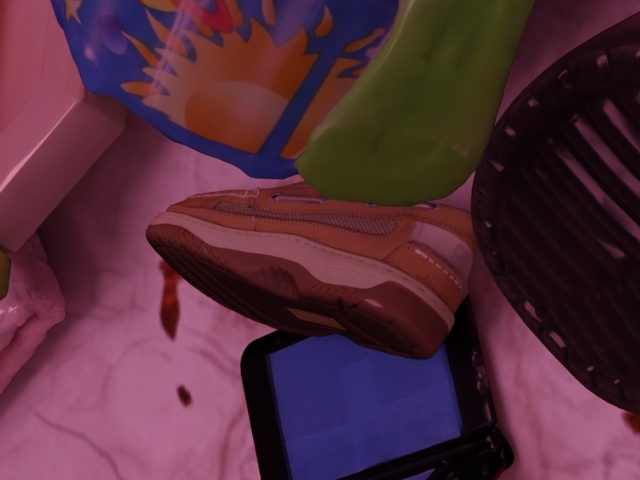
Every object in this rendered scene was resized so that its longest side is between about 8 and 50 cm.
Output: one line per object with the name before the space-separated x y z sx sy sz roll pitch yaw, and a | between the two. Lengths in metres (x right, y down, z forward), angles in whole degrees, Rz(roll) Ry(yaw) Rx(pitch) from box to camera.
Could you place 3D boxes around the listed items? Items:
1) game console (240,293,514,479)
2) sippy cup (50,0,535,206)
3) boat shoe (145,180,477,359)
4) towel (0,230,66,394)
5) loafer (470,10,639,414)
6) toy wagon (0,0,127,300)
game console | 0.001 0.089 0.816 0.144 0.124 0.085 -26 100 42
sippy cup | 0.004 -0.152 0.719 0.240 0.305 0.224 33 129 6
boat shoe | 0.000 0.000 0.833 0.190 0.068 0.072 15 68 47
towel | -0.289 0.002 1.109 0.317 0.053 0.331 -50 59 34
loafer | 0.183 -0.057 0.617 0.134 0.130 0.366 54 142 7
toy wagon | -0.180 -0.096 0.943 0.344 0.068 0.267 -6 70 26
